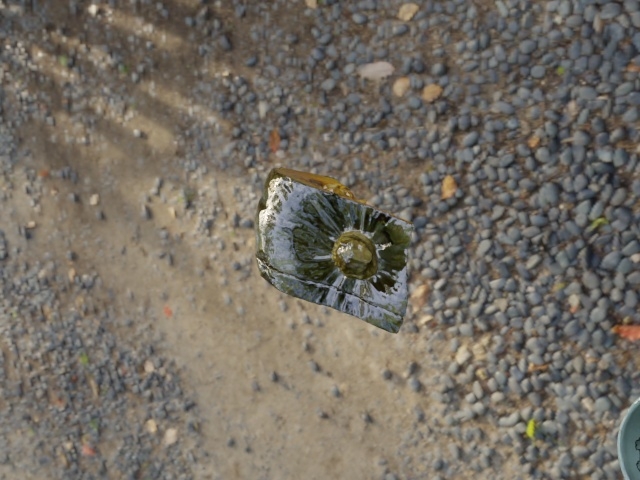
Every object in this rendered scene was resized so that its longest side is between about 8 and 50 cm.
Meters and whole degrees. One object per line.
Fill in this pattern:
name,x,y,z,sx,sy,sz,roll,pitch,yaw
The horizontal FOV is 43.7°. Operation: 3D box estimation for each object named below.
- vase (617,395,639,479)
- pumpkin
vase,0.329,0.151,0.603,0.096,0.219,0.096,-5,83,54
pumpkin,0.000,0.001,0.909,0.248,0.126,0.130,32,107,60
